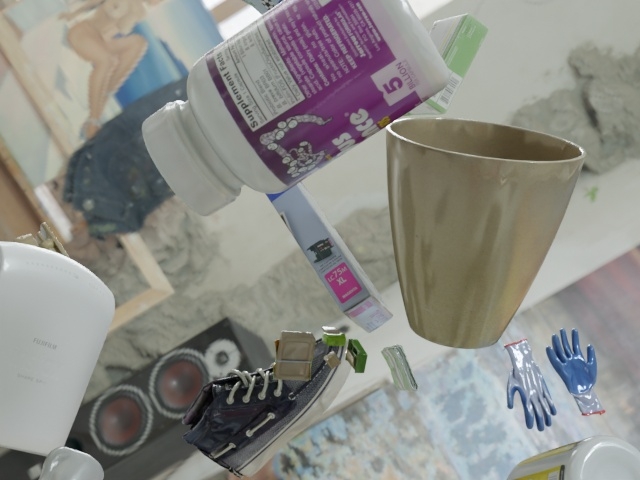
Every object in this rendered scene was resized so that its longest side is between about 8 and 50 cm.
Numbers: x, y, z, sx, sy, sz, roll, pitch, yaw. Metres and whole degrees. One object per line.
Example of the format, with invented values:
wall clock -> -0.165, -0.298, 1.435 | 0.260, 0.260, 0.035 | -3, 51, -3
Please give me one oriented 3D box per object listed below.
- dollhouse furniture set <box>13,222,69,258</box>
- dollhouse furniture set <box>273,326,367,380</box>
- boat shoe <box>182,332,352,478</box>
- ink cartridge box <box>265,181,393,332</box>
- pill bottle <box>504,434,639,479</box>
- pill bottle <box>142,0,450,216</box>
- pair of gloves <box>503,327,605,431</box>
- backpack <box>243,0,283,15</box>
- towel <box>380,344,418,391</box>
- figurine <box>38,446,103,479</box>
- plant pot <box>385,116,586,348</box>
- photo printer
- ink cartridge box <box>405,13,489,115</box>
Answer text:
dollhouse furniture set -> -0.554, 0.035, 1.598 | 0.123, 0.151, 0.144 | 48, -39, 28
dollhouse furniture set -> -0.006, 0.174, 1.371 | 0.058, 0.152, 0.076 | -134, -130, -68
boat shoe -> -0.098, 0.268, 1.538 | 0.158, 0.340, 0.127 | 34, 15, -25
ink cartridge box -> 0.000, 0.000, 1.448 | 0.311, 0.065, 0.186 | 59, 5, 21
pill bottle -> 0.253, 0.268, 0.908 | 0.103, 0.103, 0.184 | 60, -26, 12
pill bottle -> -0.030, -0.154, 0.923 | 0.169, 0.301, 0.169 | 55, 12, -17
pair of gloves -> 0.394, 0.234, 1.490 | 0.023, 0.198, 0.159 | 129, -51, -62
backpack -> -0.028, -0.511, 1.579 | 0.213, 0.263, 0.276 | 46, 34, -1
towel -> 0.180, 0.298, 2.032 | 0.152, 0.023, 0.113 | 135, -66, -76
figurine -> -0.301, 0.402, 1.113 | 0.215, 0.092, 0.209 | 41, 32, -17
plant pot -> 0.200, -0.004, 1.174 | 0.256, 0.256, 0.274 | -105, -161, -71
photo printer -> -0.465, 0.165, 1.371 | 0.107, 0.307, 0.256 | 10, -15, 38
ink cartridge box -> 0.190, -0.307, 1.576 | 0.056, 0.171, 0.235 | 29, -4, -22
